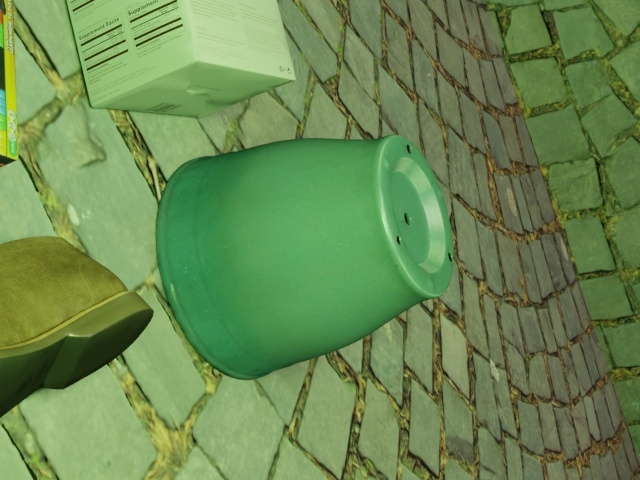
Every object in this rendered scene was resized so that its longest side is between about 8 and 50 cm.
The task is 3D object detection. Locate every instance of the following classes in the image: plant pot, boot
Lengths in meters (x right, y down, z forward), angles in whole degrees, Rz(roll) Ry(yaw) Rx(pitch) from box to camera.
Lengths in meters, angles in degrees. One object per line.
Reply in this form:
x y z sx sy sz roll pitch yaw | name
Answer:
0.000 0.000 1.038 0.271 0.255 0.272 36 46 -48 | plant pot
-0.272 0.079 0.710 0.115 0.112 0.305 46 31 11 | boot

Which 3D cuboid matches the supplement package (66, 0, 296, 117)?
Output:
-0.155 -0.255 0.998 0.194 0.149 0.203 -5 81 -61 | supplement package

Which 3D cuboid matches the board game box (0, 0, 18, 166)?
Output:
-0.320 -0.155 0.759 0.141 0.048 0.170 18 60 -58 | board game box
